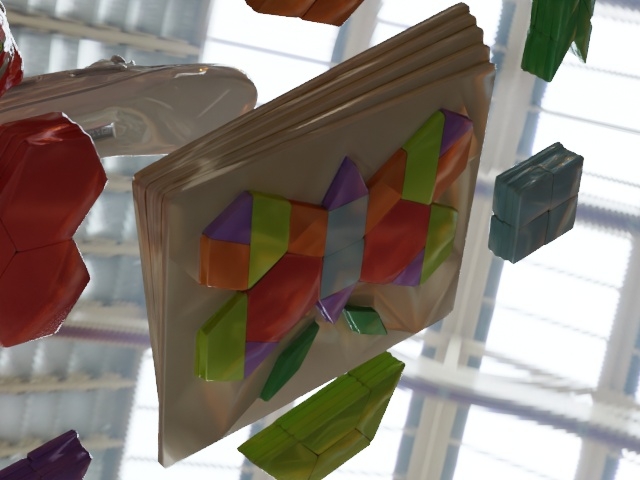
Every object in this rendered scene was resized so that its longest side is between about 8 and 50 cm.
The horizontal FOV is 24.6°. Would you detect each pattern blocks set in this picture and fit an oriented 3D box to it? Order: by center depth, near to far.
[{"bbox_3d":[0.000,0.000,0.585,0.325,0.285,0.026,-37,-128,-23],"label":"pattern blocks set"}]

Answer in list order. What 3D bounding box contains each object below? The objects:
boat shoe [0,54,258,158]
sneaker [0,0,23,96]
[{"bbox_3d":[-0.133,-0.085,0.912,0.184,0.066,0.063,-18,-127,-11],"label":"boat shoe"},{"bbox_3d":[-0.235,-0.014,0.765,0.107,0.118,0.279,21,-107,26],"label":"sneaker"}]
